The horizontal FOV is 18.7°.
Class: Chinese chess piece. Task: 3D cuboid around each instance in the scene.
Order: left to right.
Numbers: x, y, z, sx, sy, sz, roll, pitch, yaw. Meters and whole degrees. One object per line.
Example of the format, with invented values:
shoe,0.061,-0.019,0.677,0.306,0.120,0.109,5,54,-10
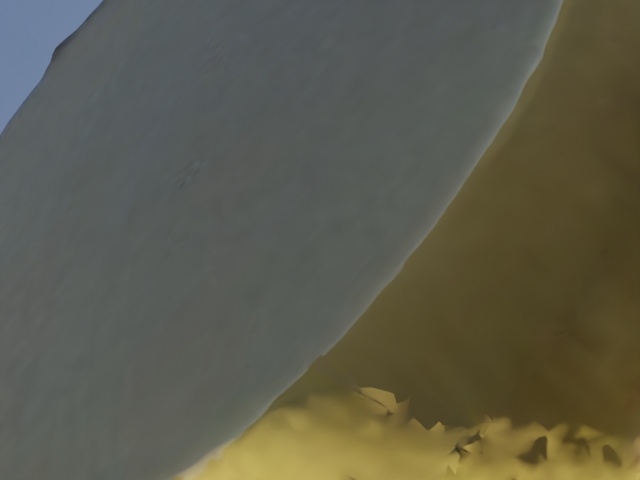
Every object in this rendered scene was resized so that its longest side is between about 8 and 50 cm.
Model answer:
Chinese chess piece,0.000,0.000,0.520,0.102,0.273,0.273,41,-109,-28
